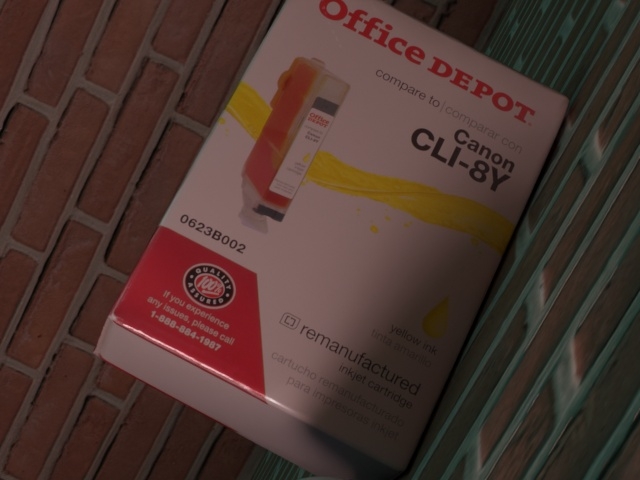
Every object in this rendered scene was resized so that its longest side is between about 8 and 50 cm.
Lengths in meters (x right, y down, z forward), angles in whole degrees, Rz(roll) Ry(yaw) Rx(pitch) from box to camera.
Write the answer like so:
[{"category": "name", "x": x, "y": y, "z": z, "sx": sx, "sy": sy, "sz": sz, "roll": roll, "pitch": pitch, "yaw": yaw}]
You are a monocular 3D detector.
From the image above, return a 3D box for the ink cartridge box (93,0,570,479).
[{"category": "ink cartridge box", "x": 0.014, "y": -0.012, "z": 1.295, "sx": 0.385, "sy": 0.279, "sz": 0.160, "roll": -63, "pitch": 2, "yaw": -21}]

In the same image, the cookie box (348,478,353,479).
[{"category": "cookie box", "x": 0.008, "y": 0.262, "z": 1.178, "sx": 0.107, "sy": 0.040, "sz": 0.092, "roll": -62, "pitch": 1, "yaw": 45}]

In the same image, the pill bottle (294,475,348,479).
[{"category": "pill bottle", "x": -0.007, "y": 0.221, "z": 0.957, "sx": 0.117, "sy": 0.117, "sz": 0.215, "roll": -63, "pitch": 1, "yaw": -19}]
